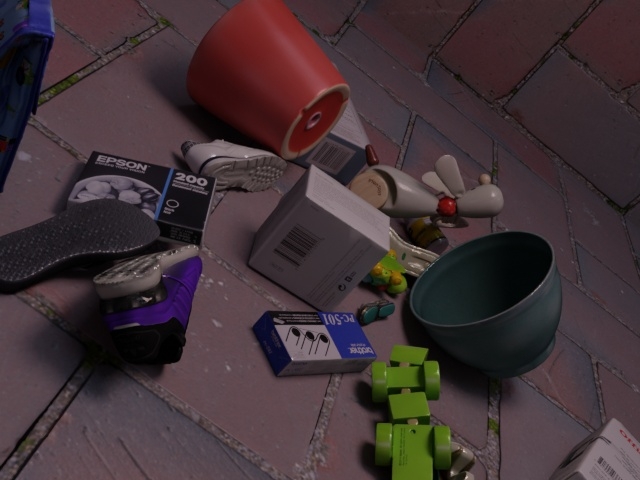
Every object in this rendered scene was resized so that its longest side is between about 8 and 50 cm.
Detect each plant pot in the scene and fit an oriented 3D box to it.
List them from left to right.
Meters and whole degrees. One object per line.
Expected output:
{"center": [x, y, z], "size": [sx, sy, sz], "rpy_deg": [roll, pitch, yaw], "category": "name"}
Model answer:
{"center": [-0.091, -0.311, 1.623], "size": [0.243, 0.275, 0.275], "rpy_deg": [44, 28, 15], "category": "plant pot"}
{"center": [0.348, 0.144, 1.590], "size": [0.196, 0.293, 0.293], "rpy_deg": [60, 21, -24], "category": "plant pot"}

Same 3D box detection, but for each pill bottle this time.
{"center": [0.240, -0.021, 1.871], "size": [0.065, 0.065, 0.116], "rpy_deg": [5, 44, -48], "category": "pill bottle"}

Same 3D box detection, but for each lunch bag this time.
{"center": [-0.443, -0.254, 1.107], "size": [0.138, 0.293, 0.221], "rpy_deg": [20, 35, -34], "category": "lunch bag"}

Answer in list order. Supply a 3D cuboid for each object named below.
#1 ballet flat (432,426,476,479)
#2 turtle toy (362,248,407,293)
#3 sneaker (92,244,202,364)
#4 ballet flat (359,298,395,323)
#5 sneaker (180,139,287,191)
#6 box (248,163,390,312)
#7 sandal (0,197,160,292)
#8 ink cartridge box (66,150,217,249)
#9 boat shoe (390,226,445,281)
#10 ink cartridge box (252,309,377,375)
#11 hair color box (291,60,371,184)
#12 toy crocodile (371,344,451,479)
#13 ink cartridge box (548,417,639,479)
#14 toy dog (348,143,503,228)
{"center": [0.208, 0.372, 1.257], "size": [0.083, 0.087, 0.247], "rpy_deg": [34, 29, -18], "category": "ballet flat"}
{"center": [0.124, 0.063, 1.607], "size": [0.130, 0.066, 0.095], "rpy_deg": [28, 31, -24], "category": "turtle toy"}
{"center": [-0.225, 0.095, 1.109], "size": [0.293, 0.102, 0.146], "rpy_deg": [-49, 127, -80], "category": "sneaker"}
{"center": [0.096, 0.131, 1.517], "size": [0.114, 0.041, 0.041], "rpy_deg": [-6, 53, -54], "category": "ballet flat"}
{"center": [-0.159, -0.153, 1.548], "size": [0.095, 0.090, 0.235], "rpy_deg": [44, 24, 28], "category": "sneaker"}
{"center": [0.000, 0.000, 1.419], "size": [0.181, 0.181, 0.119], "rpy_deg": [33, 30, -15], "category": "box"}
{"center": [-0.341, 0.006, 1.105], "size": [0.254, 0.054, 0.097], "rpy_deg": [-18, 65, -39], "category": "sandal"}
{"center": [-0.271, -0.081, 1.278], "size": [0.206, 0.045, 0.208], "rpy_deg": [13, 34, -8], "category": "ink cartridge box"}
{"center": [0.147, 0.022, 1.707], "size": [0.233, 0.084, 0.079], "rpy_deg": [29, -8, -9], "category": "boat shoe"}
{"center": [-0.005, 0.166, 1.324], "size": [0.207, 0.046, 0.097], "rpy_deg": [7, 44, -47], "category": "ink cartridge box"}
{"center": [-0.021, -0.315, 1.909], "size": [0.185, 0.113, 0.375], "rpy_deg": [21, 35, -34], "category": "hair color box"}
{"center": [0.141, 0.289, 1.286], "size": [0.115, 0.105, 0.341], "rpy_deg": [-2, 37, 3], "category": "toy crocodile"}
{"center": [0.537, 0.479, 1.477], "size": [0.211, 0.121, 0.289], "rpy_deg": [50, 29, 16], "category": "ink cartridge box"}
{"center": [0.208, -0.125, 1.727], "size": [0.333, 0.220, 0.161], "rpy_deg": [3, 82, -19], "category": "toy dog"}
